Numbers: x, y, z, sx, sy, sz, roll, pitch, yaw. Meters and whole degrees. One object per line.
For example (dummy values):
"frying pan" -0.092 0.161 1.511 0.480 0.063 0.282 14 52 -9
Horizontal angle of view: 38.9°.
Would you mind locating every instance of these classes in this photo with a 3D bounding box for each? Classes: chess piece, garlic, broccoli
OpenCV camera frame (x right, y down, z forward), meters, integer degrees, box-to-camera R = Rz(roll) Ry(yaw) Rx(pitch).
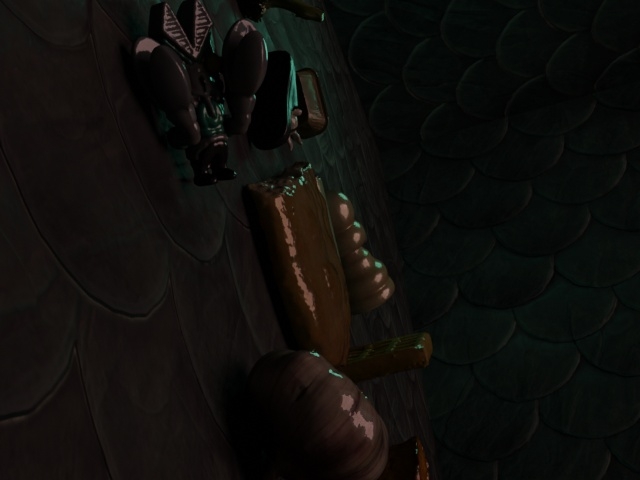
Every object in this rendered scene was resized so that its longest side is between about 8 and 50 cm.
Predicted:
"chess piece" 0.056 0.020 2.229 0.167 0.167 0.299 -78 145 -69
"garlic" -0.030 0.297 1.286 0.253 0.245 0.245 -56 146 -22
"broccoli" -0.088 -0.547 2.086 0.118 0.204 0.122 -77 -174 -62

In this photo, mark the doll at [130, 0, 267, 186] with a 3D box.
"doll" -0.156 -0.221 1.290 0.195 0.153 0.258 -53 124 -31

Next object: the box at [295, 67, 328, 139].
"box" -0.046 -0.347 2.287 0.111 0.111 0.177 23 53 -78

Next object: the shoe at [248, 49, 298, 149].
"shoe" -0.100 -0.278 1.876 0.093 0.108 0.241 62 23 -58

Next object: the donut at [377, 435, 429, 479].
"donut" 0.178 0.658 1.898 0.377 0.163 0.435 -86 161 -59

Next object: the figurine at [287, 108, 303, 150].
"figurine" -0.082 -0.287 2.039 0.098 0.081 0.146 -94 165 -47

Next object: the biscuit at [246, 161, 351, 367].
"biscuit" -0.020 0.045 1.832 0.429 0.104 0.446 -16 91 -81

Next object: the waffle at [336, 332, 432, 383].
"waffle" 0.141 0.268 2.068 0.248 0.221 0.055 -14 89 -81

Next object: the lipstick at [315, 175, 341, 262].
"lipstick" 0.000 0.000 2.103 0.076 0.076 0.304 22 53 -78
